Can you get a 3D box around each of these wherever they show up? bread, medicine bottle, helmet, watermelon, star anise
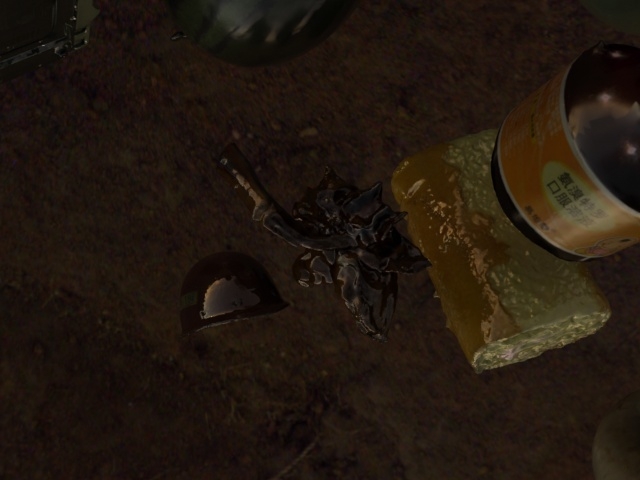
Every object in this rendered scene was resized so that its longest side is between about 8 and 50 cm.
[{"bbox_3d":[0.276,0.013,1.216,0.237,0.375,0.165,-18,151,-5],"label":"bread"},{"bbox_3d":[0.386,-0.144,0.858,0.243,0.242,0.395,7,153,-19],"label":"medicine bottle"},{"bbox_3d":[-0.128,0.067,1.037,0.155,0.175,0.106,-13,89,-27],"label":"helmet"},{"bbox_3d":[-0.077,-0.384,1.010,0.279,0.278,0.359,27,137,-26],"label":"watermelon"},{"bbox_3d":[0.003,-0.010,1.008,0.346,0.148,0.237,43,145,-19],"label":"star anise"}]

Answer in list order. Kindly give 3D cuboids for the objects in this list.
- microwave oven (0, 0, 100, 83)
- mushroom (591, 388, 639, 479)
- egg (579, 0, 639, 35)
[{"bbox_3d":[-0.464,-0.384,1.030,0.286,0.355,0.218,-35,85,-28],"label":"microwave oven"},{"bbox_3d":[0.388,0.194,0.703,0.244,0.243,0.243,-6,120,-11],"label":"mushroom"},{"bbox_3d":[0.426,-0.407,0.932,0.258,0.258,0.352,-36,141,6],"label":"egg"}]
